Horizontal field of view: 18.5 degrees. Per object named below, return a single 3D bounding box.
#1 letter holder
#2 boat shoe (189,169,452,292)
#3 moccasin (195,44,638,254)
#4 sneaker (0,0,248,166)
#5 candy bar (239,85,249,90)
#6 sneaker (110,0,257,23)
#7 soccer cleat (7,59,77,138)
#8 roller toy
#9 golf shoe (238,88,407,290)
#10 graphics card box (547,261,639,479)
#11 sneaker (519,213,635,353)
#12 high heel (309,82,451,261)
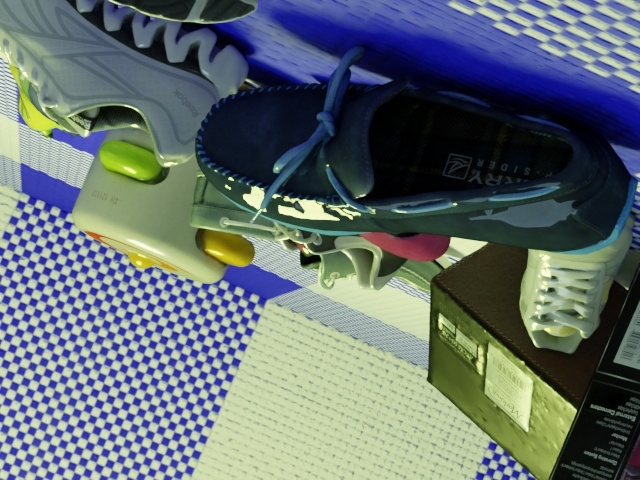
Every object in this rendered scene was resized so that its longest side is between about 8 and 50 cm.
[{"bbox_3d":[0.276,0.119,1.802,0.302,0.214,0.152,42,151,33],"label":"letter holder"},{"bbox_3d":[0.000,0.000,2.144,0.319,0.099,0.116,26,172,-22],"label":"boat shoe"},{"bbox_3d":[0.056,-0.076,1.404,0.342,0.137,0.117,4,160,26],"label":"moccasin"},{"bbox_3d":[-0.210,-0.157,1.584,0.292,0.118,0.110,24,175,4],"label":"sneaker"},{"bbox_3d":[-0.115,-0.152,1.704,0.161,0.018,0.040,29,167,-38],"label":"candy bar"},{"bbox_3d":[-0.147,-0.216,1.129,0.279,0.107,0.118,26,-169,-1],"label":"sneaker"},{"bbox_3d":[-0.256,-0.166,1.888,0.121,0.093,0.289,56,170,-10],"label":"soccer cleat"},{"bbox_3d":[-0.179,-0.035,2.261,0.209,0.146,0.191,24,173,-15],"label":"roller toy"},{"bbox_3d":[-0.013,-0.051,1.705,0.273,0.120,0.105,27,173,-30],"label":"golf shoe"},{"bbox_3d":[0.296,0.184,1.481,0.233,0.371,0.094,28,172,-25],"label":"graphics card box"},{"bbox_3d":[0.211,0.029,1.630,0.087,0.092,0.228,7,164,7],"label":"sneaker"},{"bbox_3d":[0.074,-0.041,1.631,0.117,0.082,0.244,30,162,43],"label":"high heel"}]
